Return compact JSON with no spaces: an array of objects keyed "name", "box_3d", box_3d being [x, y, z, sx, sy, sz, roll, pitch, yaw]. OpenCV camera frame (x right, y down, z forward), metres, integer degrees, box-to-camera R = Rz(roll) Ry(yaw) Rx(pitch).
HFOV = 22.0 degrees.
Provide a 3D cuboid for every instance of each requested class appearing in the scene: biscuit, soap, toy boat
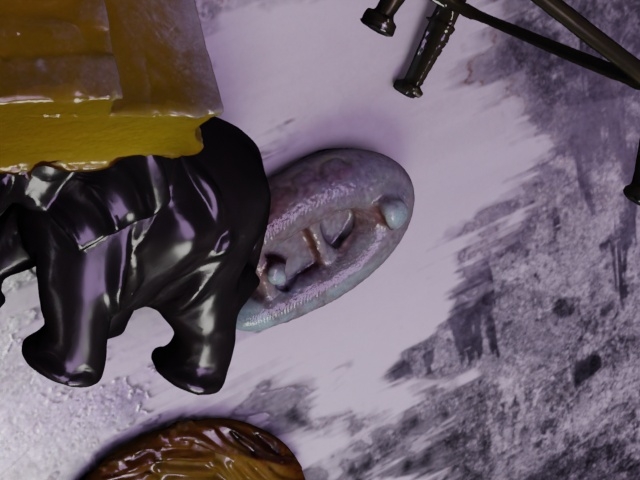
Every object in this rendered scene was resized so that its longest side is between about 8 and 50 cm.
[{"name":"biscuit","box_3d":[-0.148,0.328,1.731,0.317,0.040,0.318,-15,122,-26]},{"name":"soap","box_3d":[-0.217,-0.198,1.252,0.259,0.281,0.143,-4,159,-32]},{"name":"toy boat","box_3d":[0.000,0.000,1.624,0.227,0.085,0.155,-33,127,-15]}]

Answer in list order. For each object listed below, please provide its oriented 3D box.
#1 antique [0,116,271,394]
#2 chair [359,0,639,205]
[{"name":"antique","box_3d":[-0.185,-0.017,1.435,0.322,0.185,0.255,9,116,-37]},{"name":"chair","box_3d":[0.161,-0.324,1.398,0.362,0.364,0.410,28,92,-40]}]
